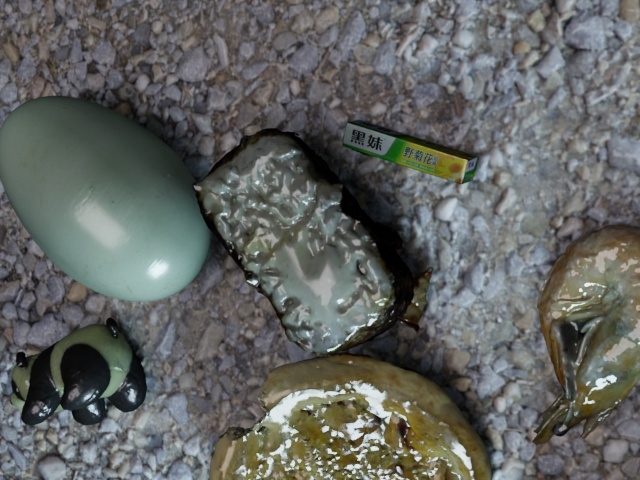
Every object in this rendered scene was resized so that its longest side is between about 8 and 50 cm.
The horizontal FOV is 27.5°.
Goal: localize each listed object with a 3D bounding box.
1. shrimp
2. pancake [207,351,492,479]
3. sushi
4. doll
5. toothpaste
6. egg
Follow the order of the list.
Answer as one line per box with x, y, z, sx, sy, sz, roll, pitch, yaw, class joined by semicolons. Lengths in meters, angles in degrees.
0.330;0.122;1.628;0.168;0.077;0.317;41;115;26;shrimp
0.030;0.326;1.747;0.382;0.071;0.382;-1;106;-3;pancake
0.000;0.000;1.720;0.196;0.182;0.343;-43;81;25;sushi
-0.379;0.214;2.013;0.234;0.144;0.135;-26;65;33;doll
0.115;-0.116;1.699;0.179;0.043;0.037;20;111;24;toothpaste
-0.309;-0.065;1.843;0.371;0.230;0.230;42;119;20;egg
